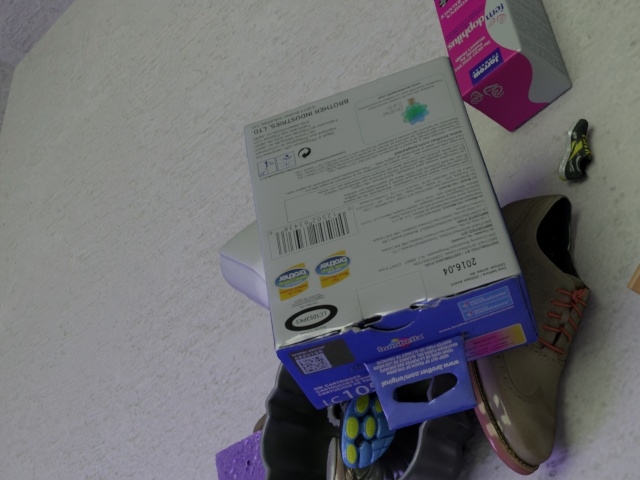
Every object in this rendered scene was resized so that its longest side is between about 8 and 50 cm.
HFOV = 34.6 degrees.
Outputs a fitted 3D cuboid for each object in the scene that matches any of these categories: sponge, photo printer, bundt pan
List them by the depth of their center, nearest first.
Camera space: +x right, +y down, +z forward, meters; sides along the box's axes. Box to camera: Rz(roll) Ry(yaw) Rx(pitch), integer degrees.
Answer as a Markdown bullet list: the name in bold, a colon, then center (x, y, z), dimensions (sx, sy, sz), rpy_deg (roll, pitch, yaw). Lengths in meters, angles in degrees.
- **bundt pan**: center (0.070, 0.227, 1.319), dimensions (0.331, 0.124, 0.330), rpy_deg (-31, 46, 39)
- **photo printer**: center (0.000, 0.000, 1.439), dimensions (0.256, 0.107, 0.307), rpy_deg (-34, 14, -11)
- **sponge**: center (-0.091, 0.388, 1.473), dimensions (0.117, 0.031, 0.210), rpy_deg (-36, 56, 37)

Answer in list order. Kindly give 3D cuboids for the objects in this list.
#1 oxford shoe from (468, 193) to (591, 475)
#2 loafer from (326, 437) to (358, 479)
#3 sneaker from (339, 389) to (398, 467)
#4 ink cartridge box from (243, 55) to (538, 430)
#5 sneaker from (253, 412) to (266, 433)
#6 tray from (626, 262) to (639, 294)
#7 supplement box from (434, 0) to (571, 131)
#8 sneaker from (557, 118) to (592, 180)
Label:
- **oxford shoe**: center (0.242, 0.091, 1.180), dimensions (0.130, 0.123, 0.348), rpy_deg (-25, 50, 37)
- **loafer**: center (0.028, 0.291, 1.197), dimensions (0.045, 0.039, 0.125), rpy_deg (104, 170, -53)
- **sneaker**: center (0.051, 0.180, 1.222), dimensions (0.078, 0.067, 0.188), rpy_deg (128, 149, -56)
- **ink cartridge box**: center (0.075, 0.011, 1.159), dimensions (0.270, 0.151, 0.395), rpy_deg (-18, 50, 9)
- **sneaker**: center (-0.024, 0.247, 1.506), dimensions (0.188, 0.066, 0.071), rpy_deg (-55, 51, 23)
- **tray**: center (0.461, -0.090, 0.923), dimensions (0.410, 0.203, 0.076), rpy_deg (-61, 34, 4)
- **supplement box**: center (0.248, -0.278, 1.425), dimensions (0.111, 0.114, 0.220), rpy_deg (-38, 43, 32)
- **sneaker**: center (0.326, -0.112, 1.286), dimensions (0.035, 0.031, 0.083), rpy_deg (10, 81, 42)
